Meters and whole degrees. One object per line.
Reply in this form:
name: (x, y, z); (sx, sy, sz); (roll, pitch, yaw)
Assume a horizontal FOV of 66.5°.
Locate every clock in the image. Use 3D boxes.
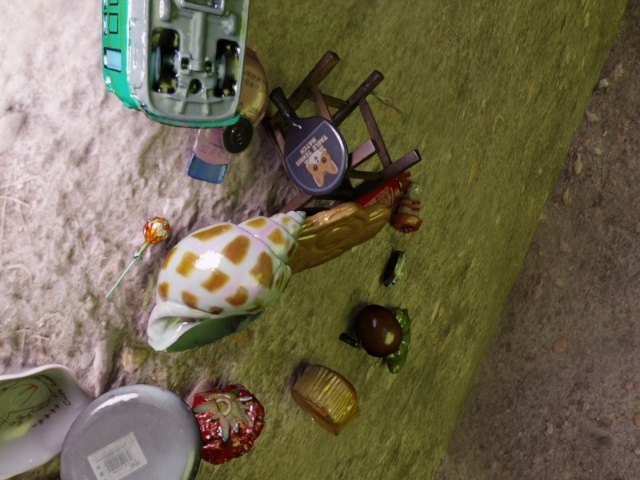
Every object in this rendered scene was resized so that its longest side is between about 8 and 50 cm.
clock: (-0.159, -0.201, 0.941); (0.074, 0.010, 0.083); (-34, 146, -24)

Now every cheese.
cheese: (-0.180, -0.249, 0.944); (0.189, 0.074, 0.285); (9, 104, -52)

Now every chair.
chair: (-0.022, -0.176, 1.104); (0.203, 0.416, 0.240); (-5, 67, -50)

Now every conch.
conch: (-0.180, 0.074, 0.972); (0.369, 0.197, 0.249); (-19, 143, 0)

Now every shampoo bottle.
shampoo bottle: (0.149, -0.112, 1.411); (0.314, 0.076, 0.118); (-41, 131, -31)

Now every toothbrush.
toothbrush: (0.192, -0.389, 1.371); (0.204, 0.022, 0.017); (6, 106, -55)

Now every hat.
hat: (0.291, -0.113, 1.595); (0.112, 0.094, 0.162); (35, 62, -62)

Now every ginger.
ginger: (0.286, 0.372, 1.817); (0.137, 0.089, 0.289); (-13, 119, -38)

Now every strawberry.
strawberry: (-0.233, 0.446, 1.156); (0.186, 0.185, 0.201); (-75, -172, -55)

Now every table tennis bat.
table tennis bat: (-0.031, -0.197, 0.957); (0.150, 0.236, 0.027); (-37, 170, 36)

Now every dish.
dish: (-0.509, 0.286, 0.810); (0.230, 0.081, 0.229); (-30, 134, -36)

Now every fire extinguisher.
fire extinguisher: (0.101, 0.322, 1.566); (0.038, 0.083, 0.025); (-59, 142, -9)

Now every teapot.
teapot: (-0.357, 0.415, 0.910); (0.305, 0.224, 0.285); (-58, -177, -18)

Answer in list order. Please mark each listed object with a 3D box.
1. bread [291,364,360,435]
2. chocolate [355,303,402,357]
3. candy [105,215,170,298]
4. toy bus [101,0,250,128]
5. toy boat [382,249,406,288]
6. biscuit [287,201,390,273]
bread: (0.021, 0.476, 1.472); (0.133, 0.179, 0.250); (-51, 140, -27)
chocolate: (0.190, 0.287, 1.599); (0.177, 0.177, 0.176); (-26, 127, -41)
candy: (-0.345, 0.033, 0.914); (0.184, 0.049, 0.055); (-56, -174, -5)
toy bus: (-0.224, -0.355, 0.730); (0.184, 0.200, 0.343); (-9, 115, -45)
toy boat: (0.256, 0.102, 1.662); (0.066, 0.059, 0.139); (22, 93, -36)
biscuit: (0.002, 0.004, 1.161); (0.376, 0.051, 0.269); (-19, 158, -19)
